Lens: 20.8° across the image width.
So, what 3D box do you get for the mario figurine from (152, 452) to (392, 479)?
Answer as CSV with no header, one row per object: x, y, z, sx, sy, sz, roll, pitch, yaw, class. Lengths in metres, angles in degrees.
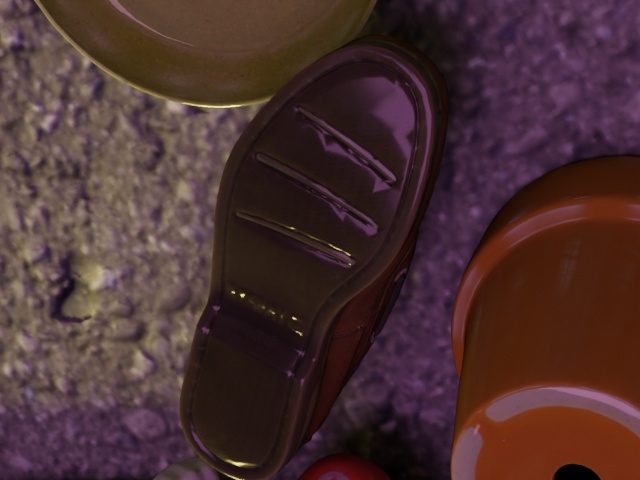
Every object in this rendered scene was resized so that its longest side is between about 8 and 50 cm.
-0.057,0.268,1.103,0.198,0.170,0.320,30,107,-7,mario figurine

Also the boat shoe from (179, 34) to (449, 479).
0.000,0.000,1.022,0.111,0.104,0.307,35,126,12,boat shoe

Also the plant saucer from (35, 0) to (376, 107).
-0.069,-0.193,0.983,0.241,0.037,0.241,10,120,18,plant saucer

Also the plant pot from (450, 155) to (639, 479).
0.156,0.084,0.949,0.205,0.188,0.205,10,120,17,plant pot
